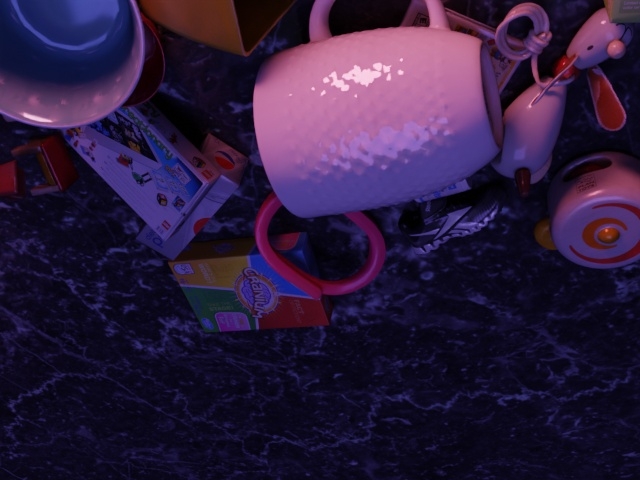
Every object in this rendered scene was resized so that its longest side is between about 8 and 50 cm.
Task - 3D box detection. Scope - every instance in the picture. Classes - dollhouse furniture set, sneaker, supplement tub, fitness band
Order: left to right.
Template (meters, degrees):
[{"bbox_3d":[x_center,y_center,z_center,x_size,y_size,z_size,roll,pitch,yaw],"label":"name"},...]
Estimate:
[{"bbox_3d":[-0.540,-0.236,1.265,0.152,0.201,0.374,-7,119,19],"label":"dollhouse furniture set"},{"bbox_3d":[0.000,0.000,1.467,0.291,0.054,0.209,38,101,-24],"label":"fitness band"},{"bbox_3d":[0.223,-0.116,1.350,0.107,0.071,0.071,-14,128,24],"label":"supplement tub"},{"bbox_3d":[0.246,-0.054,1.398,0.234,0.078,0.106,-30,123,35],"label":"sneaker"}]

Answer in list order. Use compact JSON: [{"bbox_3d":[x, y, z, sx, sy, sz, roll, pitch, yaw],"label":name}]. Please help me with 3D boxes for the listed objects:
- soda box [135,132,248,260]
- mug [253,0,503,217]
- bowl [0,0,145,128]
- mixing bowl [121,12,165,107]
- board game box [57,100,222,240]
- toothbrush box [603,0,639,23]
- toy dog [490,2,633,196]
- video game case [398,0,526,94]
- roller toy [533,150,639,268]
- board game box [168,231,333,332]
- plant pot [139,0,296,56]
[{"bbox_3d":[-0.265,-0.082,1.470,0.098,0.091,0.286,33,131,-19],"label":"soda box"},{"bbox_3d":[0.096,-0.239,1.118,0.328,0.276,0.374,-8,94,23],"label":"mug"},{"bbox_3d":[-0.398,-0.343,1.072,0.311,0.163,0.312,1,128,2],"label":"bowl"},{"bbox_3d":[-0.343,-0.332,1.239,0.181,0.098,0.181,3,125,5],"label":"mixing bowl"},{"bbox_3d":[-0.348,-0.167,1.361,0.305,0.053,0.193,46,129,0],"label":"board game box"},{"bbox_3d":[0.499,-0.445,0.947,0.206,0.122,0.283,1,133,12],"label":"toothbrush box"},{"bbox_3d":[0.372,-0.200,1.164,0.220,0.161,0.334,0,137,-9],"label":"toy dog"},{"bbox_3d":[0.206,-0.279,1.233,0.206,0.026,0.227,20,133,-7],"label":"video game case"},{"bbox_3d":[0.509,-0.050,1.298,0.209,0.146,0.191,14,133,-1],"label":"roller toy"},{"bbox_3d":[-0.153,0.100,1.636,0.316,0.064,0.242,-6,131,17],"label":"board game box"},{"bbox_3d":[-0.168,-0.422,1.068,0.187,0.212,0.212,10,136,21],"label":"plant pot"}]
